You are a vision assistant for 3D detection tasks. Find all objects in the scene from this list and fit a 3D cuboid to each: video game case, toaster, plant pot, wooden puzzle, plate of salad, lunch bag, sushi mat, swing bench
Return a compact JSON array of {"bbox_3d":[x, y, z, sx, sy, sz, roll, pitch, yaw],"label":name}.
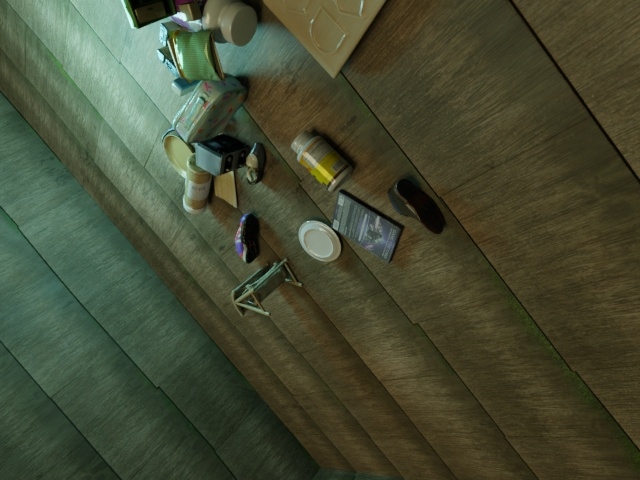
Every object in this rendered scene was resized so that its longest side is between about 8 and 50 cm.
[{"bbox_3d":[0.167,-0.050,1.750,0.274,0.026,0.196,33,141,19],"label":"video game case"},{"bbox_3d":[-0.410,-0.355,1.927,0.185,0.168,0.110,29,127,23],"label":"toaster"},{"bbox_3d":[-0.665,-0.405,2.271,0.236,0.032,0.236,28,140,26],"label":"plant pot"},{"bbox_3d":[0.013,-0.675,1.292,0.322,0.080,0.348,48,149,1],"label":"wooden puzzle"},{"bbox_3d":[0.000,0.000,1.950,0.199,0.048,0.200,18,130,22],"label":"plate of salad"},{"bbox_3d":[-0.406,-0.487,1.722,0.108,0.224,0.279,47,121,4],"label":"lunch bag"},{"bbox_3d":[-0.447,-0.299,2.156,0.151,0.019,0.317,29,140,23],"label":"sushi mat"},{"bbox_3d":[-0.272,0.227,2.265,0.254,0.253,0.165,-9,116,48],"label":"swing bench"}]

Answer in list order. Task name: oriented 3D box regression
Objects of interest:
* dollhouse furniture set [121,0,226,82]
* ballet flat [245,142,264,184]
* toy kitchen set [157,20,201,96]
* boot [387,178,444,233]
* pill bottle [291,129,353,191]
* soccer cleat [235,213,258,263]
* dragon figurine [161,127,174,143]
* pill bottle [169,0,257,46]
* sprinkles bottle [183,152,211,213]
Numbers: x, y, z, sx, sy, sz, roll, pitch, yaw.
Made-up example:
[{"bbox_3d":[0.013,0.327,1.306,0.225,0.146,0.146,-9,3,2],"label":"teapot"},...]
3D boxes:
[{"bbox_3d":[-0.446,-0.620,1.453,0.197,0.151,0.302,16,133,36],"label":"dollhouse furniture set"},{"bbox_3d":[-0.272,-0.305,1.927,0.074,0.074,0.203,35,142,17],"label":"ballet flat"},{"bbox_3d":[-0.550,-0.698,1.804,0.207,0.122,0.166,45,144,4],"label":"toy kitchen set"},{"bbox_3d":[0.308,-0.107,1.533,0.219,0.082,0.106,49,166,-8],"label":"boot"},{"bbox_3d":[0.001,-0.278,1.629,0.215,0.117,0.117,45,144,5],"label":"pill bottle"},{"bbox_3d":[-0.368,-0.021,2.265,0.116,0.108,0.318,36,145,23],"label":"soccer cleat"},{"bbox_3d":[-0.533,-0.468,1.935,0.144,0.289,0.085,-117,10,-61],"label":"dragon figurine"},{"bbox_3d":[-0.356,-0.744,1.520,0.301,0.169,0.169,32,141,20],"label":"pill bottle"},{"bbox_3d":[-0.579,-0.262,2.222,0.121,0.121,0.355,43,147,7],"label":"sprinkles bottle"}]
